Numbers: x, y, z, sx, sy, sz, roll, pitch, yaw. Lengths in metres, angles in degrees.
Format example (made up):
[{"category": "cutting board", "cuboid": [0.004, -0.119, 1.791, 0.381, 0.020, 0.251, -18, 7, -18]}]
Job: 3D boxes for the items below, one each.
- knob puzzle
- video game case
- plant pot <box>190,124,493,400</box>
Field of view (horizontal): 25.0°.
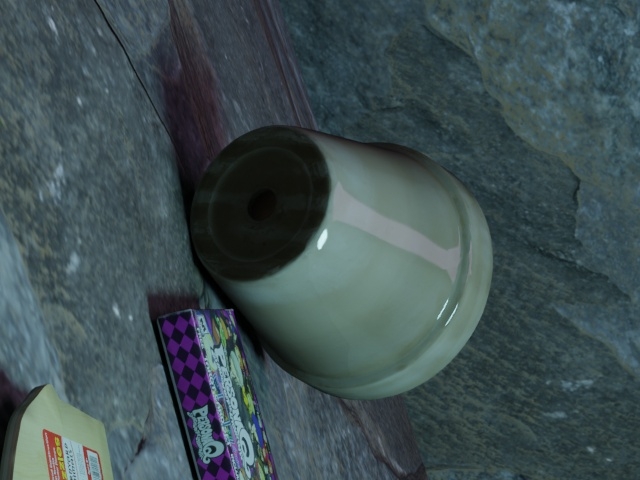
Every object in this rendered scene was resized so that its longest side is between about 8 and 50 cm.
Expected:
[{"category": "knob puzzle", "cuboid": [-0.171, 0.186, 0.922, 0.213, 0.030, 0.213, -15, 90, -83]}, {"category": "video game case", "cuboid": [-0.094, 0.182, 1.442, 0.210, 0.042, 0.232, 25, 49, -82]}, {"category": "plant pot", "cuboid": [0.000, 0.000, 1.694, 0.280, 0.323, 0.323, 33, 39, -53]}]
